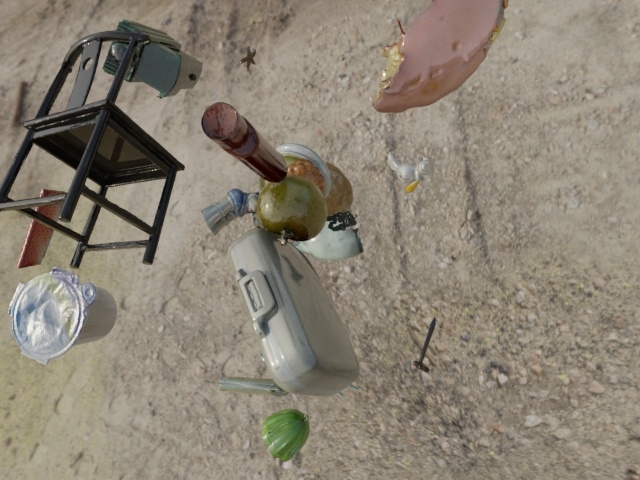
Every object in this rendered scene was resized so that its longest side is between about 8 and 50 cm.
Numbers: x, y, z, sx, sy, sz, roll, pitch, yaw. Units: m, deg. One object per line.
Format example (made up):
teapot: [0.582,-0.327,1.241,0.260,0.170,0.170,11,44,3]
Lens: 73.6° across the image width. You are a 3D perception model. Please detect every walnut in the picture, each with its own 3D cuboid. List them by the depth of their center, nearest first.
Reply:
walnut: [0.012,-0.217,2.071,0.305,0.344,0.306,-10,46,10]

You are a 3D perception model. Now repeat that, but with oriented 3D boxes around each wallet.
wallet: [-0.679,-0.030,1.044,0.020,0.103,0.197,20,90,-5]

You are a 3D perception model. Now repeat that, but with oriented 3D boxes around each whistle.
whistle: [-0.234,0.505,1.482,0.326,0.067,0.057,-11,79,39]

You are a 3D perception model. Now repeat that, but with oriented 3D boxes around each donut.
donut: [0.100,-0.275,0.474,0.199,0.233,0.085,-30,26,8]

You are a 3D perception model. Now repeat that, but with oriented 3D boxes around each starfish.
starfish: [-0.265,-0.664,1.570,0.028,0.091,0.078,35,39,29]

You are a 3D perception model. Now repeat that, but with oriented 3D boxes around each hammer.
hammer: [0.342,0.332,1.370,0.021,0.065,0.178,-19,39,54]

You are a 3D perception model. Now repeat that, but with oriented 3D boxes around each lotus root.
lotus root: [-0.105,0.708,1.623,0.186,0.186,0.186,-9,61,16]

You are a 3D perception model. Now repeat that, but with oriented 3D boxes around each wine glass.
wine glass: [-0.001,0.004,1.701,0.356,0.190,0.191,-16,59,13]

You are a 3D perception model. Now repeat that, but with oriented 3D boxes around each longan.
longan: [-0.063,-0.060,0.933,0.154,0.145,0.176,2,60,5]

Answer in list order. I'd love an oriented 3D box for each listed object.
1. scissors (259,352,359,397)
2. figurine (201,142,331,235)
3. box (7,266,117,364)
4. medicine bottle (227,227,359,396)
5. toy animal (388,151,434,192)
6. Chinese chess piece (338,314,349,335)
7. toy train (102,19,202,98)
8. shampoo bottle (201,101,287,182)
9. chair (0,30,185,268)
scissors: [-0.029,0.479,1.580,0.383,0.255,0.029,19,99,43]
figurine: [-0.162,-0.151,1.232,0.381,0.225,0.205,-21,64,-25]
box: [-0.748,0.211,1.318,0.291,0.206,0.263,-31,78,5]
medicine bottle: [-0.059,0.151,0.940,0.123,0.282,0.375,-37,56,15]
toy animal: [0.337,-0.262,1.623,0.181,0.131,0.127,3,66,34]
Chinese chess piece: [0.005,0.276,1.591,0.104,0.257,0.257,-32,58,-1]
toy train: [-0.419,-0.460,1.114,0.178,0.330,0.139,27,108,-9]
shampoo bottle: [-0.131,-0.169,0.761,0.102,0.260,0.064,44,94,9]
chair: [-0.274,-0.111,0.536,0.154,0.141,0.260,-4,64,22]
